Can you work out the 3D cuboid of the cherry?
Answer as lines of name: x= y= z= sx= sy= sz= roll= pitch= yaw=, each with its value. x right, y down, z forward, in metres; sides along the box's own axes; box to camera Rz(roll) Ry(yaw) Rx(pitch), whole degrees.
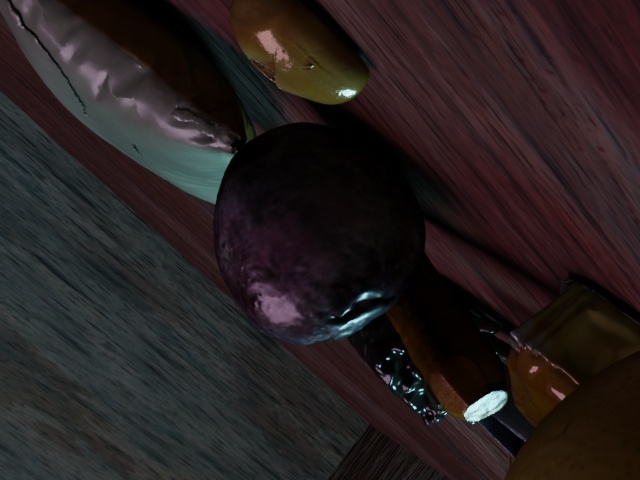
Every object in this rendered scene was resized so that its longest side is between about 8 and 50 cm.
cherry: x=-0.007 y=-0.007 z=1.593 sx=0.195 sy=0.195 sz=0.195 roll=37 pitch=173 yaw=6

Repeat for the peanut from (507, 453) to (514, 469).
peanut: x=0.306 y=0.301 z=2.143 sx=0.340 sy=0.158 sz=0.174 roll=78 pitch=169 yaw=-72

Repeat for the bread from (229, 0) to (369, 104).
bread: x=-0.020 y=-0.139 z=1.344 sx=0.115 sy=0.056 sz=0.082 roll=44 pitch=171 yaw=-39

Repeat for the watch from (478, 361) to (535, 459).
watch: x=0.221 y=0.192 z=1.811 sx=0.206 sy=0.068 sz=0.193 roll=32 pitch=170 yaw=47

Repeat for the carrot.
carrot: x=0.090 y=0.053 z=1.674 sx=0.260 sy=0.070 sz=0.070 roll=61 pitch=-173 yaw=35

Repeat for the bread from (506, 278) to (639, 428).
bread: x=0.230 y=0.123 z=1.574 sx=0.136 sy=0.107 sz=0.241 roll=39 pitch=173 yaw=13

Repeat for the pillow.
pillow: x=-0.177 y=-0.150 z=1.775 sx=0.312 sy=0.119 sz=0.310 roll=37 pitch=176 yaw=10

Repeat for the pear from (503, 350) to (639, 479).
pear: x=0.267 y=0.215 z=1.096 sx=0.348 sy=0.348 sz=0.348 roll=37 pitch=173 yaw=6

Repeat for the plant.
plant: x=0.115 y=0.114 z=1.968 sx=0.132 sy=0.129 sz=0.194 roll=43 pitch=174 yaw=-35
